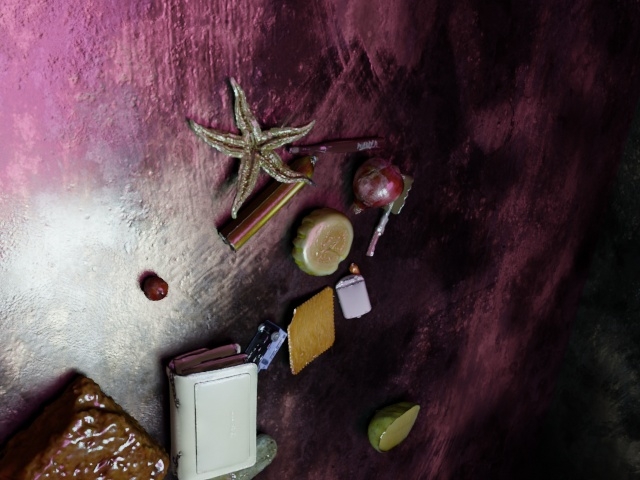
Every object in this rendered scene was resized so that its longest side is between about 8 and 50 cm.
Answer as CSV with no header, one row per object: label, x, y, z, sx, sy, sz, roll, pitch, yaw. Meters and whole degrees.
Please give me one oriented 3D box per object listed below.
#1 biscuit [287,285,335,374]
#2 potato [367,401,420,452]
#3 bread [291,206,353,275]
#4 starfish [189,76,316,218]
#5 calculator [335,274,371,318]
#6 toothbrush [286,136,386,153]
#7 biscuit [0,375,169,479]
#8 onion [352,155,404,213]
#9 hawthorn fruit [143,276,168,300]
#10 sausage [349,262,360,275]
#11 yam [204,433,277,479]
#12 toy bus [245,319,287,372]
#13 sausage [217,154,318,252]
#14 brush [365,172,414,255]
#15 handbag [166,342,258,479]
biscuit,-0.027,0.287,2.130,0.232,0.013,0.237,-30,126,-44
potato,0.256,0.691,2.506,0.271,0.111,0.160,-18,127,-50
bread,0.000,0.000,2.002,0.213,0.104,0.214,-16,119,-31
starfish,-0.167,-0.261,1.765,0.346,0.078,0.358,-18,107,-21
calculator,0.110,0.190,2.203,0.100,0.032,0.175,-18,123,-4
toothbrush,0.053,-0.279,1.973,0.363,0.040,0.041,-11,115,-36
biscuit,-0.602,0.591,1.709,0.342,0.166,0.395,-44,132,-14
onion,0.164,-0.161,2.049,0.195,0.159,0.159,-47,135,14
hawthorn fruit,-0.418,0.134,1.710,0.066,0.103,0.067,-13,117,-26
sausage,0.118,0.116,2.201,0.031,0.031,0.107,-36,126,-23
yam,-0.274,0.704,2.062,0.330,0.133,0.133,-23,121,-36
toy bus,-0.175,0.333,2.017,0.167,0.073,0.076,-57,143,-8
sausage,-0.134,-0.117,1.864,0.371,0.082,0.082,-45,131,-17
brush,0.215,-0.084,2.185,0.084,0.071,0.301,13,109,-26
handbag,-0.318,0.496,1.913,0.236,0.160,0.359,-9,113,-31
